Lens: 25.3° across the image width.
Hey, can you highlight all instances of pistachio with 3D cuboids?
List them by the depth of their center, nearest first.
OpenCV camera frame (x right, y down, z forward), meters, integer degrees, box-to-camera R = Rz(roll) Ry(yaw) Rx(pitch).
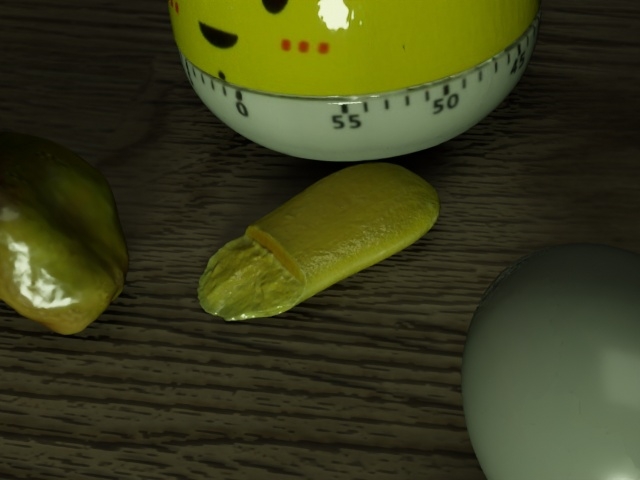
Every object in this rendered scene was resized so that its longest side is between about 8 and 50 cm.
[{"bbox_3d":[-0.194,-0.018,0.918,0.110,0.100,0.189,-40,49,-24],"label":"pistachio"}]

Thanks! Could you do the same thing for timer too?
[{"bbox_3d":[0.018,-0.219,0.962,0.285,0.285,0.285,-5,43,4],"label":"timer"}]

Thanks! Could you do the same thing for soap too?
[{"bbox_3d":[0.000,0.000,0.916,0.168,0.033,0.089,-33,42,-24],"label":"soap"}]

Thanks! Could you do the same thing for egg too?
[{"bbox_3d":[0.146,0.081,0.722,0.146,0.146,0.199,-12,36,-4],"label":"egg"}]
